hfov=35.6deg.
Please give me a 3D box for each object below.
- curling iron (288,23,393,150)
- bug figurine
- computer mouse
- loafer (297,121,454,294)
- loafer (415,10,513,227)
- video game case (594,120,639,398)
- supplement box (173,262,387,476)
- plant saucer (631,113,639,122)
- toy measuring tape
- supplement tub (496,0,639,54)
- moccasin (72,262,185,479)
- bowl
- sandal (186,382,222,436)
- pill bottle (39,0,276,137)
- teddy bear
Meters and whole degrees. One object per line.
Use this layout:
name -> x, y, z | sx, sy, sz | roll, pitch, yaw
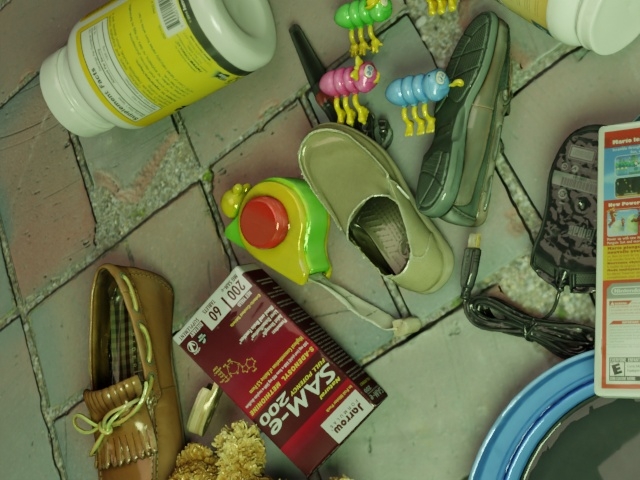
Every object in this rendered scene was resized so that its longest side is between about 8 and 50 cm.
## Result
curling iron -> 0.020, -0.205, 1.368 | 0.068, 0.035, 0.274 | -33, 55, 3
bug figurine -> 0.097, -0.260, 1.273 | 0.216, 0.072, 0.279 | -10, 57, 36
computer mouse -> 0.259, -0.005, 1.134 | 0.184, 0.060, 0.262 | 12, 94, 31
loafer -> 0.060, -0.048, 1.227 | 0.102, 0.092, 0.268 | -48, 68, 18
loafer -> 0.190, -0.145, 1.221 | 0.096, 0.084, 0.267 | -5, 66, 65
video game case -> 0.371, 0.012, 0.973 | 0.204, 0.025, 0.285 | -5, 74, 35
supplement box -> -0.050, 0.156, 1.225 | 0.239, 0.073, 0.130 | 44, 103, 9
plant saucer -> 0.424, -0.089, 1.072 | 0.067, 0.018, 0.192 | -46, 57, 14
toy measuring tape -> 0.000, 0.000, 1.272 | 0.330, 0.121, 0.121 | 30, 93, 29
supplement tub -> 0.282, -0.316, 1.156 | 0.144, 0.144, 0.199 | -52, 55, 10
moccasin -> -0.265, 0.215, 1.357 | 0.139, 0.147, 0.380 | -11, 70, 31
bowl -> 0.331, 0.297, 0.980 | 0.391, 0.077, 0.391 | -10, 71, 31
sandal -> -0.099, 0.156, 1.325 | 0.079, 0.088, 0.240 | 21, 94, 4
pill bottle -> -0.246, -0.279, 1.470 | 0.334, 0.188, 0.188 | -21, 65, 27
teddy bear -> -0.074, 0.344, 1.185 | 0.338, 0.113, 0.245 | 22, 122, 30
